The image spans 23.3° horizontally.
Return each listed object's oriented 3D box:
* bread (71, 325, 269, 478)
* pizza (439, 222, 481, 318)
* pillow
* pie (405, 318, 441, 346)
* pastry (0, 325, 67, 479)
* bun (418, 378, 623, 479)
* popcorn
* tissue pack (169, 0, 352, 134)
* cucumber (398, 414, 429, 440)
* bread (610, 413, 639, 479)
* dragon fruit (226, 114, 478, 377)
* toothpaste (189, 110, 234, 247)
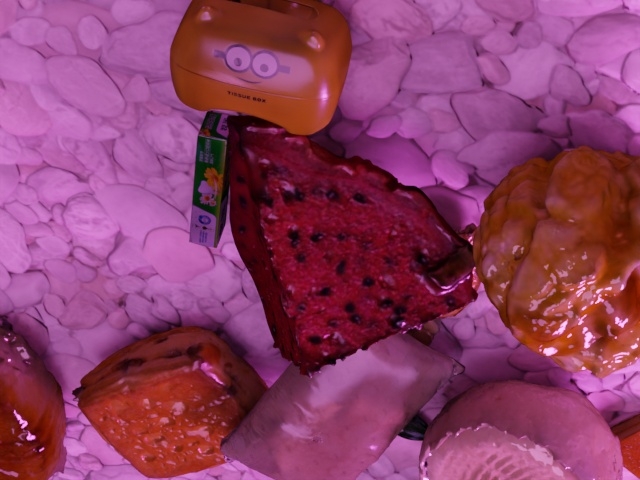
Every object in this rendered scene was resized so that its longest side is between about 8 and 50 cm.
[{"bbox_3d":[-0.187,0.209,2.042,0.235,0.099,0.210,-20,127,26],"label":"bread"},{"bbox_3d":[0.140,0.032,1.803,0.099,0.036,0.160,13,135,4],"label":"pizza"},{"bbox_3d":[0.021,0.212,1.935,0.185,0.075,0.302,30,121,-15],"label":"pillow"},{"bbox_3d":[0.107,0.102,1.895,0.084,0.020,0.084,7,134,8],"label":"pie"},{"bbox_3d":[-0.502,0.229,2.127,0.329,0.136,0.330,9,137,9],"label":"pastry"},{"bbox_3d":[0.252,0.265,1.919,0.259,0.152,0.259,17,136,18],"label":"bun"},{"bbox_3d":[0.280,0.014,1.615,0.225,0.249,0.249,-24,124,18],"label":"popcorn"},{"bbox_3d":[-0.059,-0.193,1.577,0.178,0.123,0.127,15,136,3],"label":"tissue pack"},{"bbox_3d":[0.083,0.226,2.013,0.168,0.039,0.039,28,135,-8],"label":"cucumber"},{"bbox_3d":[0.414,0.259,1.945,0.094,0.035,0.090,38,132,-20],"label":"bread"},{"bbox_3d":[0.000,0.000,1.668,0.302,0.240,0.330,-18,118,21],"label":"dragon fruit"},{"bbox_3d":[-0.124,-0.068,1.780,0.037,0.043,0.178,11,136,2],"label":"toothpaste"}]
